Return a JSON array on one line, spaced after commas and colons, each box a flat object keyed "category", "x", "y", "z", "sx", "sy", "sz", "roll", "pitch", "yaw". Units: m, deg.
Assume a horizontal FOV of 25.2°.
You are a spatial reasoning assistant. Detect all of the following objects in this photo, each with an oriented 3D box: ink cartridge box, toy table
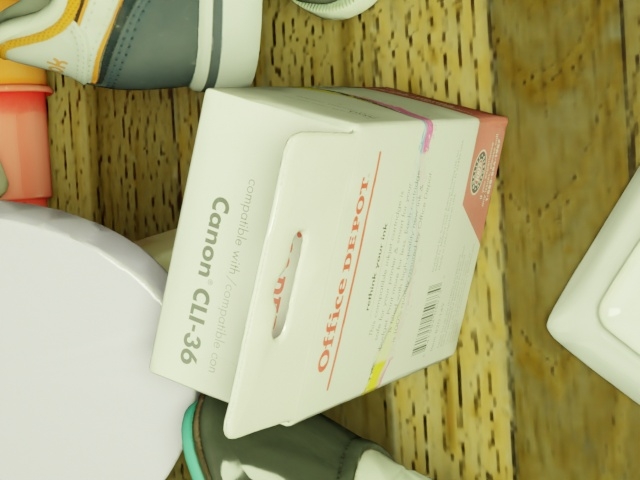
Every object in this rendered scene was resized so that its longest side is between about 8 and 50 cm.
[{"category": "ink cartridge box", "x": 0.000, "y": 0.000, "z": 0.567, "sx": 0.067, "sy": 0.198, "sz": 0.115, "roll": 17, "pitch": 102, "yaw": 25}, {"category": "toy table", "x": -0.169, "y": 0.053, "z": 0.674, "sx": 0.274, "sy": 0.161, "sz": 0.252, "roll": -5, "pitch": 106, "yaw": 12}]

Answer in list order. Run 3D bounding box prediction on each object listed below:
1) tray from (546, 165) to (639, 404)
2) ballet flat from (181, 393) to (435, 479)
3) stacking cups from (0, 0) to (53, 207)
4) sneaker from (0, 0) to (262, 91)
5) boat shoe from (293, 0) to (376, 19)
[{"category": "tray", "x": 0.198, "y": -0.032, "z": 0.533, "sx": 0.145, "sy": 0.030, "sz": 0.270, "roll": 39, "pitch": 114, "yaw": 26}, {"category": "ballet flat", "x": 0.049, "y": 0.164, "z": 0.586, "sx": 0.096, "sy": 0.095, "sz": 0.280, "roll": -22, "pitch": 106, "yaw": 21}, {"category": "stacking cups", "x": -0.187, "y": -0.171, "z": 0.759, "sx": 0.096, "sy": 0.096, "sz": 0.316, "roll": -7, "pitch": 89, "yaw": 35}, {"category": "sneaker", "x": -0.086, "y": -0.215, "z": 0.579, "sx": 0.126, "sy": 0.127, "sz": 0.321, "roll": -122, "pitch": 32, "yaw": -67}, {"category": "boat shoe", "x": 0.016, "y": -0.248, "z": 0.611, "sx": 0.109, "sy": 0.091, "sz": 0.305, "roll": 23, "pitch": 105, "yaw": 32}]
